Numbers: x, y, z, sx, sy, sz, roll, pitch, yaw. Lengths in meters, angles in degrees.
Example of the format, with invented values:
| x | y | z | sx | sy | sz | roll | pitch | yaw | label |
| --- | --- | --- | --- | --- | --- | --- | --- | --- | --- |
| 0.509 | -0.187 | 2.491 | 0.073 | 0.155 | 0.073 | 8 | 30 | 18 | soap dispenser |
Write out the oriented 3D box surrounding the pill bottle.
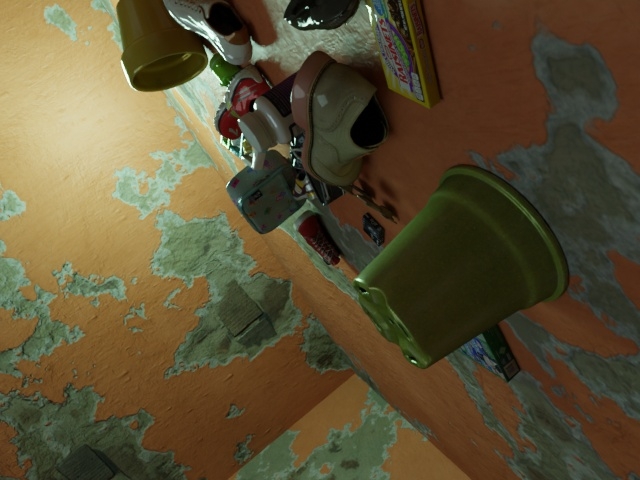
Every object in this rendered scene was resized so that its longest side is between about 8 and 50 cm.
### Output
| x | y | z | sx | sy | sz | roll | pitch | yaw | label |
| --- | --- | --- | --- | --- | --- | --- | --- | --- | --- |
| -0.066 | -0.264 | 1.157 | 0.108 | 0.193 | 0.108 | 50 | 168 | 15 | pill bottle |

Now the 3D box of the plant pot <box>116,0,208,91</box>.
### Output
| x | y | z | sx | sy | sz | roll | pitch | yaw | label |
| --- | --- | --- | --- | --- | --- | --- | --- | --- | --- |
| -0.499 | -0.617 | 1.741 | 0.254 | 0.254 | 0.239 | 147 | 102 | -78 | plant pot |

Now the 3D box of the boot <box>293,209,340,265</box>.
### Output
| x | y | z | sx | sy | sz | roll | pitch | yaw | label |
| --- | --- | --- | --- | --- | --- | --- | --- | --- | --- |
| 0.000 | 0.000 | 1.955 | 0.176 | 0.088 | 0.244 | 48 | 176 | 19 | boot |

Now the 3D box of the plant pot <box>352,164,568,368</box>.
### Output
| x | y | z | sx | sy | sz | roll | pitch | yaw | label |
| --- | --- | --- | --- | --- | --- | --- | --- | --- | --- |
| 0.202 | 0.062 | 0.929 | 0.276 | 0.254 | 0.276 | 50 | 167 | 15 | plant pot |

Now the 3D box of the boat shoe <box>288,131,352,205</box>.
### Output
| x | y | z | sx | sy | sz | roll | pitch | yaw | label |
| --- | --- | --- | --- | --- | --- | --- | --- | --- | --- |
| -0.026 | -0.213 | 1.373 | 0.108 | 0.102 | 0.301 | 38 | 162 | 51 | boat shoe |

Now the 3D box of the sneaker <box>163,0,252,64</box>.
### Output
| x | y | z | sx | sy | sz | roll | pitch | yaw | label |
| --- | --- | --- | --- | --- | --- | --- | --- | --- | --- |
| -0.269 | -0.552 | 1.360 | 0.290 | 0.106 | 0.123 | 40 | 159 | 13 | sneaker |

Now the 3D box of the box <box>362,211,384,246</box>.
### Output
| x | y | z | sx | sy | sz | roll | pitch | yaw | label |
| --- | --- | --- | --- | --- | --- | --- | --- | --- | --- |
| 0.138 | -0.028 | 1.490 | 0.067 | 0.018 | 0.083 | 49 | 167 | 22 | box |

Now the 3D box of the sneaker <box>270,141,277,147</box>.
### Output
| x | y | z | sx | sy | sz | roll | pitch | yaw | label |
| --- | --- | --- | --- | --- | --- | --- | --- | --- | --- |
| -0.149 | -0.321 | 1.688 | 0.134 | 0.070 | 0.051 | 127 | 150 | -52 | sneaker |

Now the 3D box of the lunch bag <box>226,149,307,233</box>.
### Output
| x | y | z | sx | sy | sz | roll | pitch | yaw | label |
| --- | --- | --- | --- | --- | --- | --- | --- | --- | --- |
| -0.159 | -0.150 | 1.803 | 0.108 | 0.224 | 0.279 | 52 | 175 | 24 | lunch bag |

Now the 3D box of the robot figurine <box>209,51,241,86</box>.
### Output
| x | y | z | sx | sy | sz | roll | pitch | yaw | label |
| --- | --- | --- | --- | --- | --- | --- | --- | --- | --- |
| -0.267 | -0.480 | 1.611 | 0.115 | 0.067 | 0.101 | 50 | 166 | 15 | robot figurine |

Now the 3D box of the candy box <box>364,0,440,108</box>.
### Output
| x | y | z | sx | sy | sz | roll | pitch | yaw | label |
| --- | --- | --- | --- | --- | --- | --- | --- | --- | --- |
| 0.111 | -0.290 | 0.809 | 0.105 | 0.027 | 0.206 | 46 | 167 | 45 | candy box |

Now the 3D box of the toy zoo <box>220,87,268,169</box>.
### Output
| x | y | z | sx | sy | sz | roll | pitch | yaw | label |
| --- | --- | --- | --- | --- | --- | --- | --- | --- | --- |
| -0.216 | -0.331 | 1.684 | 0.293 | 0.030 | 0.192 | 39 | 126 | 48 | toy zoo |

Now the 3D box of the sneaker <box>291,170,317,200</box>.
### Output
| x | y | z | sx | sy | sz | roll | pitch | yaw | label |
| --- | --- | --- | --- | --- | --- | --- | --- | --- | --- |
| -0.046 | -0.169 | 1.697 | 0.185 | 0.069 | 0.084 | 8 | 126 | 65 | sneaker |

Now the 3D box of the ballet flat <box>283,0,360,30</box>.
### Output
| x | y | z | sx | sy | sz | roll | pitch | yaw | label |
| --- | --- | --- | --- | --- | --- | --- | --- | --- | --- |
| 0.008 | -0.363 | 0.903 | 0.058 | 0.084 | 0.250 | 27 | -177 | -28 | ballet flat |

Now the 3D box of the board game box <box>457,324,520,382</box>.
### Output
| x | y | z | sx | sy | sz | roll | pitch | yaw | label |
| --- | --- | --- | --- | --- | --- | --- | --- | --- | --- |
| 0.312 | 0.158 | 1.299 | 0.317 | 0.046 | 0.213 | 58 | 168 | -25 | board game box |

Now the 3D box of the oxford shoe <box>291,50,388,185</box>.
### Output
| x | y | z | sx | sy | sz | roll | pitch | yaw | label |
| --- | --- | --- | --- | --- | --- | --- | --- | --- | --- |
| 0.051 | -0.188 | 1.089 | 0.146 | 0.140 | 0.397 | 27 | 170 | 17 | oxford shoe |

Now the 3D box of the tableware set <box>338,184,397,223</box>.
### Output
| x | y | z | sx | sy | sz | roll | pitch | yaw | label |
| --- | --- | --- | --- | --- | --- | --- | --- | --- | --- |
| 0.100 | -0.094 | 1.303 | 0.169 | 0.020 | 0.141 | 41 | -166 | 37 | tableware set |

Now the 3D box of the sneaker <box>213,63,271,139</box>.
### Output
| x | y | z | sx | sy | sz | roll | pitch | yaw | label |
| --- | --- | --- | --- | --- | --- | --- | --- | --- | --- |
| -0.206 | -0.346 | 1.550 | 0.118 | 0.107 | 0.279 | 46 | 149 | 5 | sneaker |
